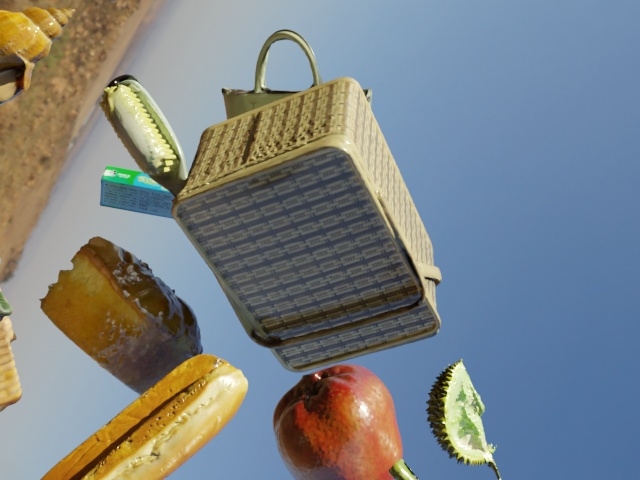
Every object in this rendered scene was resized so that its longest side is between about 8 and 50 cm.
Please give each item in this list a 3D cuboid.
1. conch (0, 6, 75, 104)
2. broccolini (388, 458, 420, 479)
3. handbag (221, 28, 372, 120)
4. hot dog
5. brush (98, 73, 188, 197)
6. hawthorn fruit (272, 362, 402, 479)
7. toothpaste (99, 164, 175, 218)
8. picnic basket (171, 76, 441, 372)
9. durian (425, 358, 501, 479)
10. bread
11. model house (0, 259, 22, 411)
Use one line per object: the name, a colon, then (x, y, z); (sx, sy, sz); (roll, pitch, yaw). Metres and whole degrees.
conch: (-0.499, -0.249, 1.099); (0.330, 0.109, 0.093); (-31, -142, 0)
broccolini: (0.138, 0.333, 0.768); (0.239, 0.054, 0.051); (61, -40, 19)
handbag: (-0.029, -0.135, 1.069); (0.109, 0.241, 0.315); (-25, 116, -56)
hot dog: (-0.165, 0.191, 0.672); (0.236, 0.062, 0.092); (-38, -150, -18)
brush: (-0.198, -0.088, 0.963); (0.068, 0.296, 0.060); (-36, 175, 15)
hawthorn fruit: (0.039, 0.420, 1.618); (0.295, 0.295, 0.311); (-36, -118, 51)
toothpaste: (-0.274, -0.080, 1.421); (0.050, 0.267, 0.065); (-89, -168, -48)
picnic basket: (0.000, 0.000, 0.914); (0.228, 0.312, 0.175); (-17, -146, 18)
durian: (0.236, 0.313, 1.272); (0.100, 0.215, 0.086); (-17, 180, -1)
bread: (-0.239, 0.118, 0.977); (0.143, 0.229, 0.139); (-45, -133, -6)
model house: (-0.365, 0.056, 0.690); (0.183, 0.166, 0.172); (38, -47, 40)
